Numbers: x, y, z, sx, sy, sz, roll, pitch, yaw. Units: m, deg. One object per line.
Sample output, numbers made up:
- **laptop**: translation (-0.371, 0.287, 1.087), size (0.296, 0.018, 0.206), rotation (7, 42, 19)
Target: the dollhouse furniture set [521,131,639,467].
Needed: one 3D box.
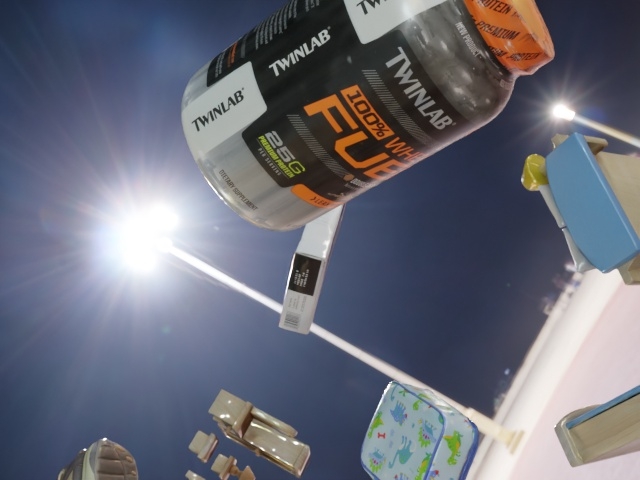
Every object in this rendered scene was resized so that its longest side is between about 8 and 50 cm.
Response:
- **dollhouse furniture set**: translation (0.353, 0.051, 0.815), size (0.286, 0.303, 0.198), rotation (1, -32, -34)

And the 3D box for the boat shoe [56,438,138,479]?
- **boat shoe**: translation (-0.377, 0.498, 1.191), size (0.132, 0.130, 0.355), rotation (48, -156, -36)

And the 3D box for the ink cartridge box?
- **ink cartridge box**: translation (0.000, 0.000, 1.456), size (0.371, 0.069, 0.175), rotation (-68, -7, -56)

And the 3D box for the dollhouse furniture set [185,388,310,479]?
- **dollhouse furniture set**: translation (-0.176, 0.489, 1.320), size (0.355, 0.174, 0.303), rotation (-59, -14, -23)

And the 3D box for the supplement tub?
- **supplement tub**: translation (0.042, -0.164, 0.751), size (0.338, 0.207, 0.207), rotation (-29, -1, 29)

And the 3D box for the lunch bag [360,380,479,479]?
- **lunch bag**: translation (0.156, 0.338, 1.217), size (0.176, 0.090, 0.219), rotation (-68, 21, -1)
